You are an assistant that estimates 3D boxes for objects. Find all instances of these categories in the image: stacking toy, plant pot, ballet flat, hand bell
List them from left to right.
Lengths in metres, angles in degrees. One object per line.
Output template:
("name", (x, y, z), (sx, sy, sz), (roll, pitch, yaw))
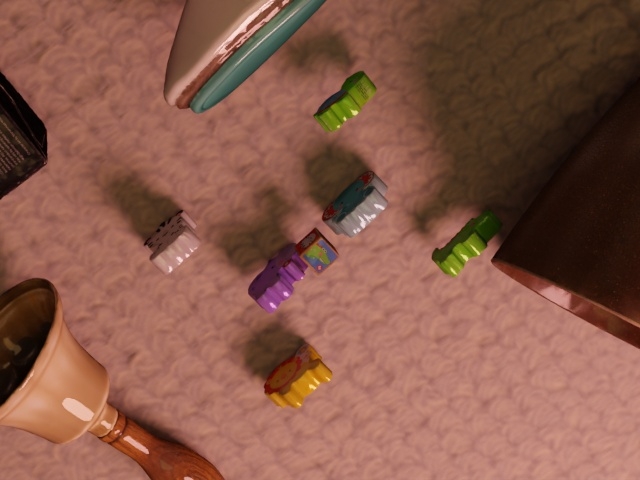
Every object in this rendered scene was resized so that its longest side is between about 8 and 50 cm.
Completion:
("hand bell", (-0.150, 0.144, 1.377), (0.126, 0.126, 0.242), (-47, 120, 9))
("stacking toy", (0.000, 0.000, 1.367), (0.221, 0.052, 0.167), (-41, 112, 5))
("ballet flat", (0.022, -0.255, 1.250), (0.400, 0.139, 0.139), (-40, 110, 2))
("plant pot", (0.270, -0.036, 1.328), (0.215, 0.215, 0.230), (28, 88, -17))

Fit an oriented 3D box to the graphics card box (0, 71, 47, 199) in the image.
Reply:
("graphics card box", (-0.400, -0.043, 1.265), (0.371, 0.094, 0.233), (-36, 110, 6))
